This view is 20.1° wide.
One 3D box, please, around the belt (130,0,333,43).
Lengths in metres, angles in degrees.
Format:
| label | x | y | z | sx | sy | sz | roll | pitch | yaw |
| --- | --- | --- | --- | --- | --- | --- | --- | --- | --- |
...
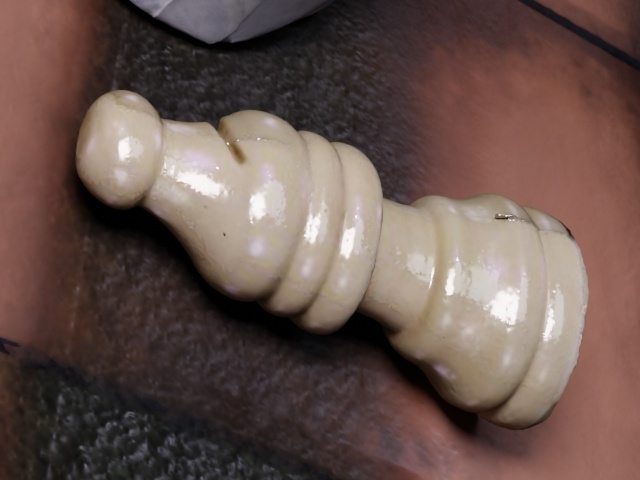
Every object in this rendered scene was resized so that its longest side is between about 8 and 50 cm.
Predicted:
| label | x | y | z | sx | sy | sz | roll | pitch | yaw |
| --- | --- | --- | --- | --- | --- | --- | --- | --- | --- |
| belt | -0.034 | -0.270 | 1.209 | 0.212 | 0.117 | 0.347 | 43 | 39 | -6 |

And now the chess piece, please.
| label | x | y | z | sx | sy | sz | roll | pitch | yaw |
| --- | --- | --- | --- | --- | --- | --- | --- | --- | --- |
| chess piece | 0.000 | 0.000 | 1.045 | 0.307 | 0.124 | 0.139 | 21 | 80 | -24 |
